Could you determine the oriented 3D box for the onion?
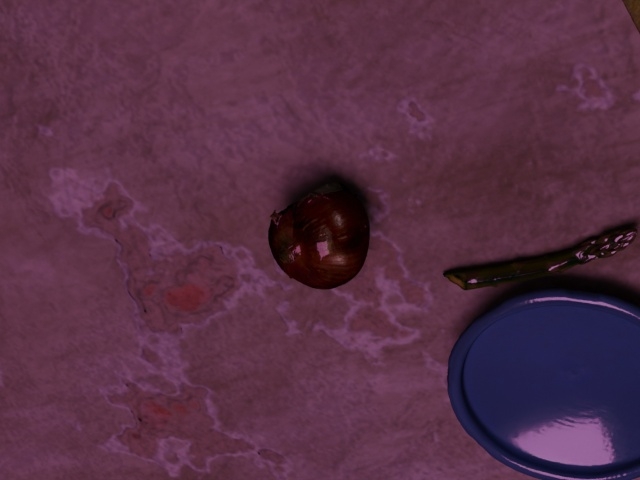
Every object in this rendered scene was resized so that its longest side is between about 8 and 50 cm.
[{"bbox_3d":[0.000,0.000,1.648,0.118,0.118,0.117,42,152,-14],"label":"onion"}]

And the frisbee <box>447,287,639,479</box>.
[{"bbox_3d":[0.287,0.161,1.708,0.289,0.049,0.289,8,128,10],"label":"frisbee"}]

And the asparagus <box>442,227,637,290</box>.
[{"bbox_3d":[0.237,0.024,1.634,0.236,0.027,0.034,-15,131,30],"label":"asparagus"}]

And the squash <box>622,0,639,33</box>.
[{"bbox_3d":[0.270,-0.233,1.351,0.169,0.093,0.252,2,129,-2],"label":"squash"}]
